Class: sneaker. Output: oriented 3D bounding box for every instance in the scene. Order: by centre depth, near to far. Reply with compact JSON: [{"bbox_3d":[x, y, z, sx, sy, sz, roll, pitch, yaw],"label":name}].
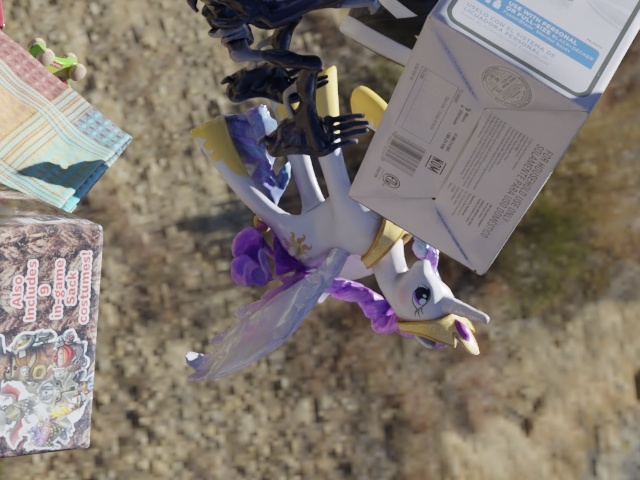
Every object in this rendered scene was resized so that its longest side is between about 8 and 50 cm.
[{"bbox_3d":[0.127,-0.191,1.361,0.121,0.217,0.079,-63,156,8],"label":"sneaker"}]

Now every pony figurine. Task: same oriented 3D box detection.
[{"bbox_3d":[0.000,0.000,1.811,0.303,0.351,0.363,-36,103,-47],"label":"pony figurine"}]

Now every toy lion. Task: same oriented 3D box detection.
[{"bbox_3d":[-0.352,-0.200,1.973,0.034,0.096,0.100,48,14,30],"label":"toy lion"}]

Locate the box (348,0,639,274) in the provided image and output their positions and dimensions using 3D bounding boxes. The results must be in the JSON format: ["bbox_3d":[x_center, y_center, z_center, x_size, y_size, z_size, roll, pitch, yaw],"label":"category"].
[{"bbox_3d":[0.135,-0.142,0.840,0.087,0.169,0.290,31,57,4],"label":"box"}]

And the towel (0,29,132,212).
[{"bbox_3d":[-0.375,-0.123,1.725,0.271,0.040,0.370,40,29,-6],"label":"towel"}]

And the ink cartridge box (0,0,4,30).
[{"bbox_3d":[-0.480,-0.278,1.964,0.135,0.099,0.056,1,71,-30],"label":"ink cartridge box"}]

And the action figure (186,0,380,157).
[{"bbox_3d":[-0.038,-0.197,1.211,0.164,0.141,0.275,59,-6,40],"label":"action figure"}]

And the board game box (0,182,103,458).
[{"bbox_3d":[-0.314,0.042,0.940,0.291,0.232,0.141,-3,103,-35],"label":"board game box"}]
